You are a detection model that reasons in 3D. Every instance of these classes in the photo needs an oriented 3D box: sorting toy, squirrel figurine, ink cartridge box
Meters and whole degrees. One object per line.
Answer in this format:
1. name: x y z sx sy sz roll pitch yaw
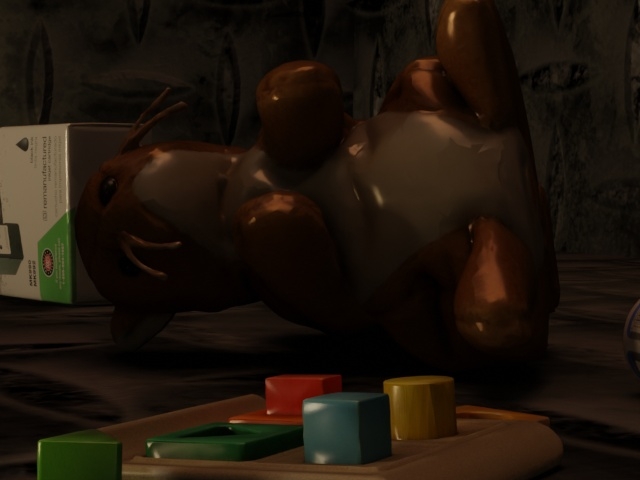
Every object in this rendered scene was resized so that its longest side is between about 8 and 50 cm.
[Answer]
1. sorting toy: 0.004 0.094 0.718 0.196 0.047 0.347 2 3 30
2. squirrel figurine: 0.000 0.000 1.187 0.370 0.281 0.397 -9 -14 14
3. ink cartridge box: -0.333 -0.035 1.725 0.121 0.211 0.289 -3 4 -41

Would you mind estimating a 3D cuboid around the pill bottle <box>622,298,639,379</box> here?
1. pill bottle: 0.266 0.072 0.944 0.078 0.078 0.137 0 3 -14
